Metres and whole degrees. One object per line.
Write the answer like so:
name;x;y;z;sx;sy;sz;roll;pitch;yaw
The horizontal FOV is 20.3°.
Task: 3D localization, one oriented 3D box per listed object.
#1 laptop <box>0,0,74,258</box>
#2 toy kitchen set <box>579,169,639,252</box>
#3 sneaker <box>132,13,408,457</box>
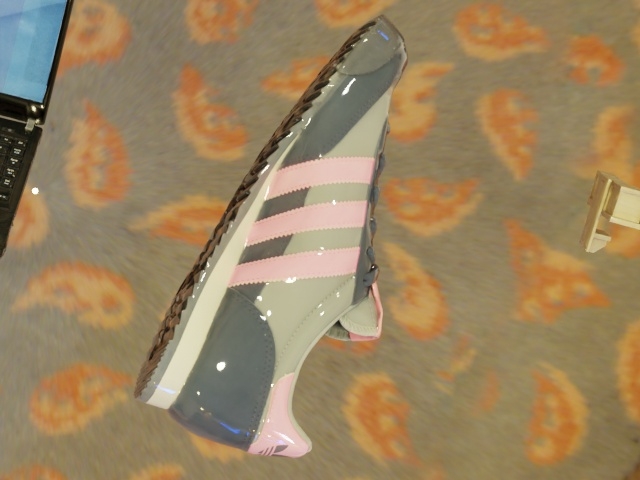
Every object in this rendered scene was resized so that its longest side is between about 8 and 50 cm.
laptop;-0.344;-0.142;1.487;0.234;0.264;0.136;14;133;-5
toy kitchen set;0.279;-0.015;1.591;0.075;0.083;0.068;15;101;-9
sneaker;0.000;0.000;1.220;0.131;0.112;0.319;31;77;-8
